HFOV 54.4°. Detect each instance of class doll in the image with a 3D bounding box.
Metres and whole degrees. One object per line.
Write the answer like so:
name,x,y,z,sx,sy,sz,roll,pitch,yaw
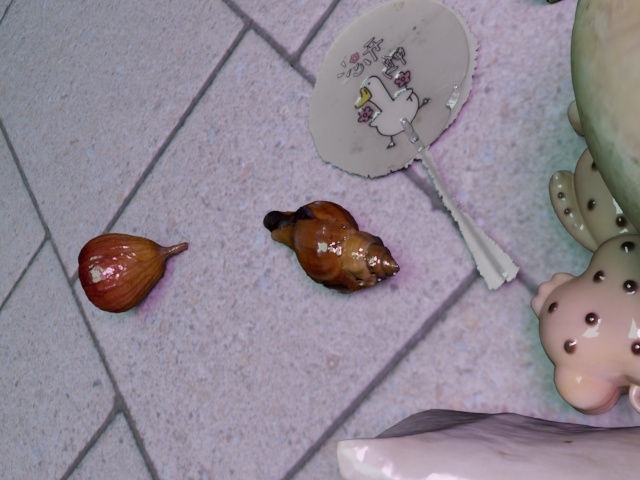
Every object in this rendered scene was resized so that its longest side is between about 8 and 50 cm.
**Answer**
doll,0.254,0.001,0.495,0.154,0.119,0.278,1,69,36

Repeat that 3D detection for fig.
fig,-0.278,0.039,0.887,0.153,0.119,0.119,-21,66,31

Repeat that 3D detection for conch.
conch,0.000,-0.003,0.704,0.233,0.080,0.086,40,95,38

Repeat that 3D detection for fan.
fan,0.103,-0.117,0.696,0.233,0.012,0.414,-38,55,25

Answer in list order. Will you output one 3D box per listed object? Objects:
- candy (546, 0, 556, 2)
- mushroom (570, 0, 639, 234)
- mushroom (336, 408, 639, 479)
candy,0.291,-0.308,0.572,0.195,0.062,0.097,-14,70,36
mushroom,0.314,-0.102,0.332,0.260,0.352,0.352,120,151,-72
mushroom,0.221,0.188,0.425,0.397,0.177,0.126,-3,78,33
